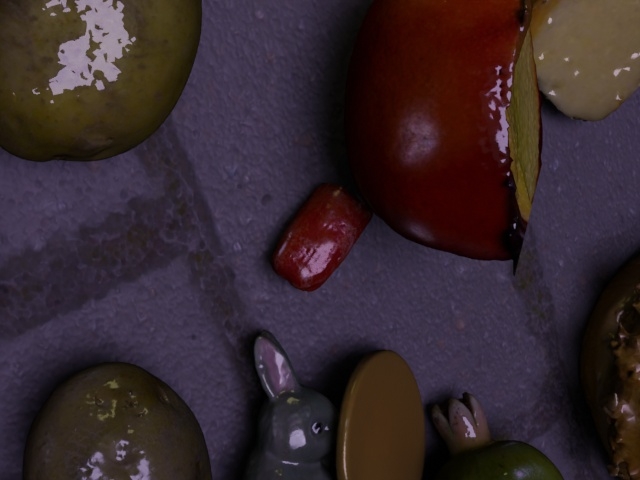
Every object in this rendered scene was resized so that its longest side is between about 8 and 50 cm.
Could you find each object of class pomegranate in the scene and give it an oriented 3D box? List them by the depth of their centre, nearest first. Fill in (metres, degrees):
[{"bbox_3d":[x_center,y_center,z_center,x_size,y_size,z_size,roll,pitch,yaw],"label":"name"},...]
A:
[{"bbox_3d":[0.204,0.295,1.000,0.179,0.179,0.210,-21,105,-25],"label":"pomegranate"}]

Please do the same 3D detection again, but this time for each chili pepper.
[{"bbox_3d":[0.000,0.000,0.918,0.123,0.070,0.073,-55,133,-15],"label":"chili pepper"}]

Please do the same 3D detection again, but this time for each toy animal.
[{"bbox_3d":[-0.033,0.224,0.895,0.126,0.127,0.251,2,91,-26],"label":"toy animal"}]

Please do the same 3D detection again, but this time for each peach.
[{"bbox_3d":[0.120,-0.157,0.865,0.258,0.201,0.361,-41,131,-65],"label":"peach"}]

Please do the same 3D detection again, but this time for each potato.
[{"bbox_3d":[-0.204,-0.182,0.738,0.197,0.149,0.228,-2,99,-41],"label":"potato"},{"bbox_3d":[-0.181,0.229,0.785,0.178,0.160,0.235,-15,90,-36],"label":"potato"}]

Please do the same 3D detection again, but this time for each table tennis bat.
[{"bbox_3d":[0.058,0.269,0.913,0.198,0.050,0.320,56,40,-41],"label":"table tennis bat"}]

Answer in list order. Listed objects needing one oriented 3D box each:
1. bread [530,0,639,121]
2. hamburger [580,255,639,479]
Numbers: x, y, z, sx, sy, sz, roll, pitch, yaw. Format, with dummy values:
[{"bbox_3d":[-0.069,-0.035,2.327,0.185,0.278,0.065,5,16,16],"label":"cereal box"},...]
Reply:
[{"bbox_3d":[0.399,-0.318,0.990,0.248,0.279,0.315,31,69,-35],"label":"bread"},{"bbox_3d":[0.496,0.170,1.102,0.287,0.268,0.445,13,91,-25],"label":"hamburger"}]
